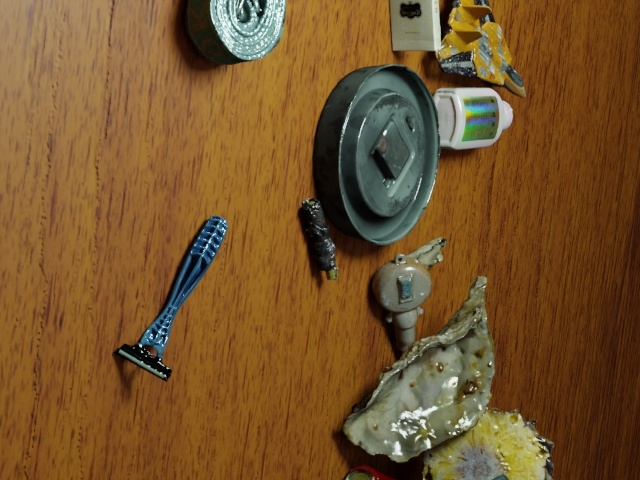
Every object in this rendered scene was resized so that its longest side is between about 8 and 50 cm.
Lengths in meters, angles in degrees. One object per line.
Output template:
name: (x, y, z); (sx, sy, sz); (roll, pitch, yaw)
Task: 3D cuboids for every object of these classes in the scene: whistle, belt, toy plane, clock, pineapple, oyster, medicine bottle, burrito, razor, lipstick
whistle: (0.150, 0.114, 1.990); (0.107, 0.057, 0.220); (-12, 128, -9)
belt: (-0.118, -0.329, 1.545); (0.163, 0.082, 0.147); (-54, 125, -27)
toy plane: (0.316, -0.353, 2.116); (0.316, 0.103, 0.204); (39, 67, -57)
clock: (0.100, -0.148, 1.888); (0.313, 0.061, 0.312); (-14, 108, -51)
pineapple: (0.316, 0.430, 2.160); (0.271, 0.263, 0.262); (65, 35, -86)
oyster: (0.209, 0.257, 1.999); (0.396, 0.111, 0.204); (-40, 113, -20)
medicine bottle: (0.292, -0.235, 2.114); (0.219, 0.078, 0.115); (-11, 103, -52)
burrito: (0.181, 0.042, 2.053); (0.171, 0.042, 0.051); (-33, 130, -48)
razor: (-0.197, 0.072, 1.554); (0.082, 0.042, 0.253); (29, 66, -9)
lipstick: (0.130, 0.474, 2.036); (0.241, 0.080, 0.080); (34, 69, -50)

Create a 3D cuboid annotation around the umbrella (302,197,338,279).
umbrella: (0.000, 0.000, 1.802); (0.037, 0.040, 0.144); (-35, 120, -36)

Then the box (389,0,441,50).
box: (0.160, -0.409, 1.893); (0.024, 0.090, 0.166); (-26, 117, -49)

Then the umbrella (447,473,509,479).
umbrella: (0.176, 0.494, 1.949); (0.143, 0.349, 0.094); (88, -23, -73)
